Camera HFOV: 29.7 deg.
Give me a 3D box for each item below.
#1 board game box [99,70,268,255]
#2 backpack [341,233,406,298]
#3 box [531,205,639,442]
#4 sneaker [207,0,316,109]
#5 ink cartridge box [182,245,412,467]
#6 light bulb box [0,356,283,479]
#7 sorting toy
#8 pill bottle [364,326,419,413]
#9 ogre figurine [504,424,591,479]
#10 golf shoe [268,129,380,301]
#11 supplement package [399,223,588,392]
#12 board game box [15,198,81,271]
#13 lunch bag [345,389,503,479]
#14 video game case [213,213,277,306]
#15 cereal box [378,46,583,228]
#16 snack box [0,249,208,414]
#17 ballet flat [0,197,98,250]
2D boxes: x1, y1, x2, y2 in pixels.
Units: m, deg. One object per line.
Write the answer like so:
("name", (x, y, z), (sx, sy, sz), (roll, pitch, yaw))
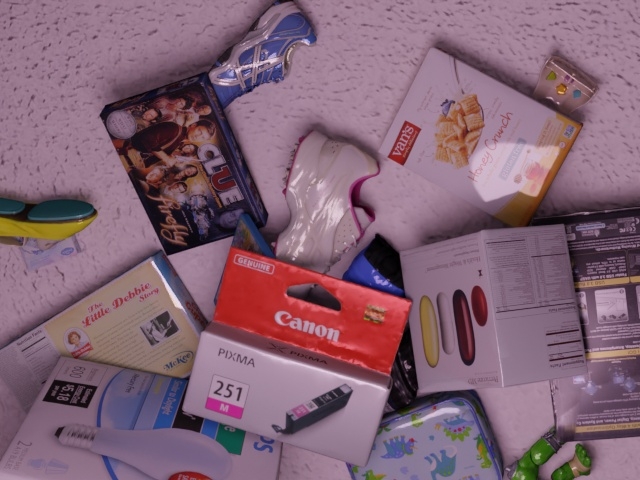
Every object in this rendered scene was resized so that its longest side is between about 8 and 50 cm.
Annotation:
("board game box", (-0.197, -0.109, 1.772), (0.165, 0.042, 0.243), (-17, 115, 13))
("backpack", (0.082, 0.064, 1.744), (0.098, 0.120, 0.101), (37, 105, 3))
("box", (0.504, 0.102, 1.661), (0.395, 0.097, 0.318), (-7, 88, 12))
("sneaker", (-0.094, -0.251, 1.749), (0.081, 0.080, 0.211), (46, 106, 5))
("ink cartridge box", (-0.032, 0.162, 1.681), (0.275, 0.060, 0.239), (17, 107, 5))
("light bulb box", (-0.244, 0.363, 1.699), (0.361, 0.358, 0.225), (10, 110, -2))
("sorting toy", (0.335, -0.208, 1.692), (0.083, 0.045, 0.075), (37, 113, 3))
("pill bottle", (0.066, 0.198, 1.768), (0.219, 0.123, 0.123), (-21, 95, 13))
("ogre figurine", (0.347, 0.374, 1.760), (0.118, 0.097, 0.197), (-23, 110, -4))
("golf shoe", (0.000, 0.000, 1.757), (0.140, 0.115, 0.306), (14, 103, 5))
("supplement package", (0.230, 0.095, 1.640), (0.149, 0.194, 0.203), (-4, 83, -31))
("board game box", (-0.430, -0.008, 1.886), (0.090, 0.020, 0.090), (-19, 93, 14))
("lunch bag", (0.153, 0.326, 1.788), (0.219, 0.090, 0.176), (-22, 93, 14))
("video game case", (-0.112, 0.061, 1.771), (0.015, 0.119, 0.166), (-1, 127, -30))
("cereal box", (0.224, -0.144, 1.708), (0.240, 0.047, 0.173), (29, 106, 10))
("snack box", (-0.332, 0.175, 1.875), (0.322, 0.060, 0.187), (-30, 94, 14))
("ballet flat", (-0.442, -0.024, 1.845), (0.231, 0.077, 0.077), (4, 119, 14))
